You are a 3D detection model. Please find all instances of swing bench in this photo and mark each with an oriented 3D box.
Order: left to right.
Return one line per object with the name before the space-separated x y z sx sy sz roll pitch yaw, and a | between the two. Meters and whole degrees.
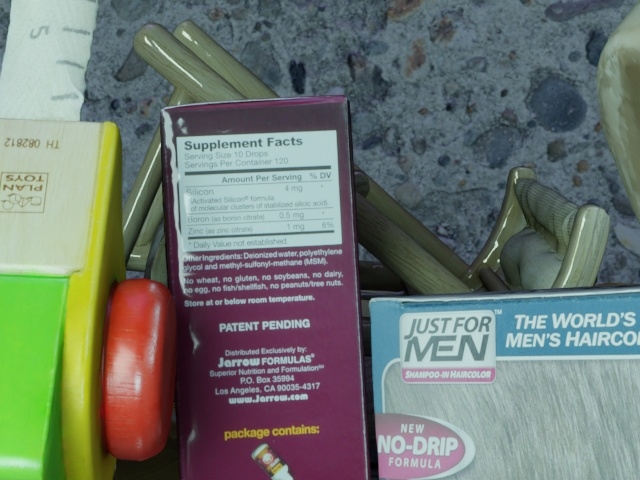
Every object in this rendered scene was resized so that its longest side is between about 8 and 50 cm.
swing bench | 0.000 0.000 0.919 0.255 0.165 0.253 23 6 -3

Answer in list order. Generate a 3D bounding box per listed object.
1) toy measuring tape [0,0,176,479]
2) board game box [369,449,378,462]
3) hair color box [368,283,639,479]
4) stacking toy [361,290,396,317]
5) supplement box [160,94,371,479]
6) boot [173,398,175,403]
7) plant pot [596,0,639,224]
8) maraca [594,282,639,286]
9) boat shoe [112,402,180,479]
toy measuring tape | -0.109 -0.004 0.666 0.121 0.330 0.121 2 -34 1
board game box | -0.002 0.118 1.212 0.319 0.065 0.318 -4 -3 16
hair color box | 0.202 0.067 0.744 0.347 0.105 0.174 0 -4 -44
stacking toy | 0.099 0.108 1.593 0.141 0.141 0.330 -4 -9 22
supplement box | -0.025 0.037 0.729 0.081 0.188 0.104 -3 -2 -5
boot | -0.109 0.088 0.967 0.213 0.077 0.165 7 -7 37
plant pot | 0.238 -0.044 0.429 0.280 0.323 0.323 -31 -2 -2
maraca | 0.169 0.086 0.937 0.127 0.099 0.185 -1 -28 16
boat shoe | -0.087 0.112 0.844 0.170 0.063 0.059 7 -7 -12
